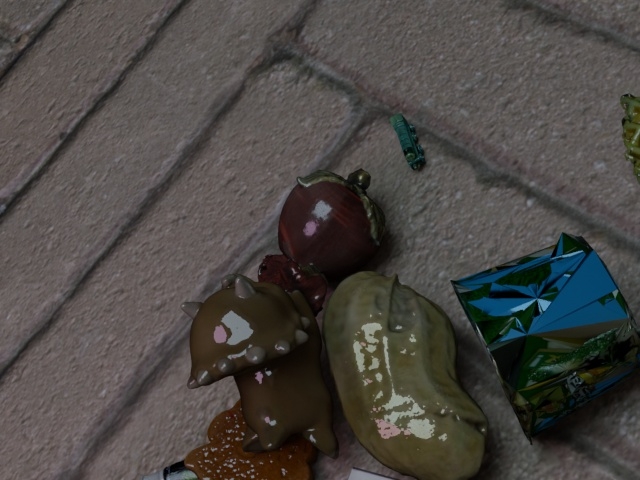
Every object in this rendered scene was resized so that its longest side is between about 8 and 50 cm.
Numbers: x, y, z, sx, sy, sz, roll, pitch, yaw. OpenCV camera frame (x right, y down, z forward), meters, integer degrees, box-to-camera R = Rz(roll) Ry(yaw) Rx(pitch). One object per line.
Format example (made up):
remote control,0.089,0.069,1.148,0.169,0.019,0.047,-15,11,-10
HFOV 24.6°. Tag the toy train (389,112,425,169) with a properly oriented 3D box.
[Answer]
toy train,0.130,-0.146,2.178,0.029,0.045,0.092,-28,49,16

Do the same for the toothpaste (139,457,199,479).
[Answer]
toothpaste,-0.158,0.320,2.068,0.193,0.045,0.071,-19,57,10

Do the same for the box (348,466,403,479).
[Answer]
box,0.130,0.409,1.799,0.260,0.111,0.194,11,69,33

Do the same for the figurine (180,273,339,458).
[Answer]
figurine,-0.087,0.166,1.919,0.177,0.173,0.247,-2,89,29

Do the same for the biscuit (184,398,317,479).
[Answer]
biscuit,-0.087,0.288,2.028,0.183,0.043,0.280,12,57,17

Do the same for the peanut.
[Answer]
peanut,0.105,0.185,1.926,0.174,0.158,0.340,-11,59,-6

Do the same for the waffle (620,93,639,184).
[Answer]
waffle,0.505,-0.142,1.948,0.207,0.054,0.214,-16,53,17

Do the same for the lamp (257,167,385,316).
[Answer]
lamp,0.012,0.002,2.088,0.215,0.151,0.223,-130,58,-78

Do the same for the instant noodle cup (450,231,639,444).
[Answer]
instant noodle cup,0.288,0.112,1.826,0.178,0.240,0.240,-27,51,3
